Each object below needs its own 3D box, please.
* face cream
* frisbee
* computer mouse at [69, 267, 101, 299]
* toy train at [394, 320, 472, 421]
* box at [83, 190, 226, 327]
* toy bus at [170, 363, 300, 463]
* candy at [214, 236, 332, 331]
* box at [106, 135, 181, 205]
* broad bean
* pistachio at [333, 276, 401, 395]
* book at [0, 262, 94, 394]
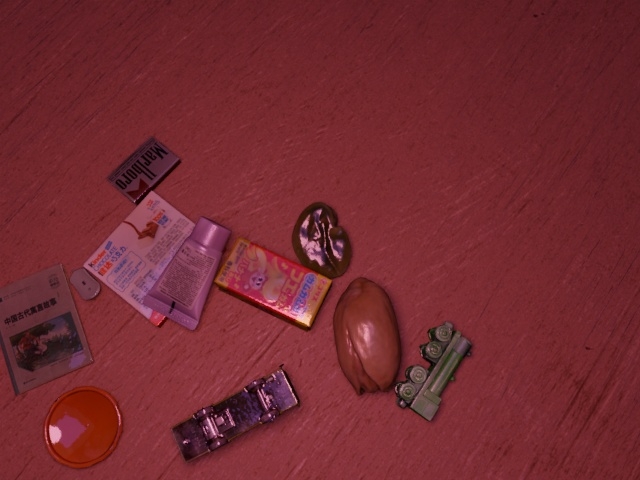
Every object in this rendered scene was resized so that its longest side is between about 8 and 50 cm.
[{"bbox_3d":[-0.327,0.077,1.440,0.154,0.096,0.273,28,89,0],"label":"face cream"},{"bbox_3d":[-0.582,0.458,1.391,0.192,0.035,0.192,0,74,0],"label":"frisbee"},{"bbox_3d":[-0.621,0.115,1.491,0.110,0.032,0.056,41,76,20],"label":"computer mouse"},{"bbox_3d":[0.287,0.327,1.425,0.119,0.085,0.251,36,78,3],"label":"toy train"},{"bbox_3d":[-0.439,0.046,1.505,0.265,0.048,0.273,38,78,7],"label":"box"},{"bbox_3d":[-0.197,0.417,1.362,0.302,0.139,0.113,-27,76,0],"label":"toy bus"},{"bbox_3d":[-0.122,0.115,1.472,0.276,0.088,0.146,26,74,5],"label":"candy"},{"bbox_3d":[-0.493,-0.196,1.580,0.115,0.036,0.177,40,77,10],"label":"box"},{"bbox_3d":[0.001,0.001,1.515,0.153,0.072,0.206,-11,76,9],"label":"broad bean"},{"bbox_3d":[0.118,0.233,1.408,0.162,0.182,0.292,-21,68,32],"label":"pistachio"},{"bbox_3d":[-0.727,0.227,1.461,0.215,0.025,0.282,-24,78,-7],"label":"book"}]
